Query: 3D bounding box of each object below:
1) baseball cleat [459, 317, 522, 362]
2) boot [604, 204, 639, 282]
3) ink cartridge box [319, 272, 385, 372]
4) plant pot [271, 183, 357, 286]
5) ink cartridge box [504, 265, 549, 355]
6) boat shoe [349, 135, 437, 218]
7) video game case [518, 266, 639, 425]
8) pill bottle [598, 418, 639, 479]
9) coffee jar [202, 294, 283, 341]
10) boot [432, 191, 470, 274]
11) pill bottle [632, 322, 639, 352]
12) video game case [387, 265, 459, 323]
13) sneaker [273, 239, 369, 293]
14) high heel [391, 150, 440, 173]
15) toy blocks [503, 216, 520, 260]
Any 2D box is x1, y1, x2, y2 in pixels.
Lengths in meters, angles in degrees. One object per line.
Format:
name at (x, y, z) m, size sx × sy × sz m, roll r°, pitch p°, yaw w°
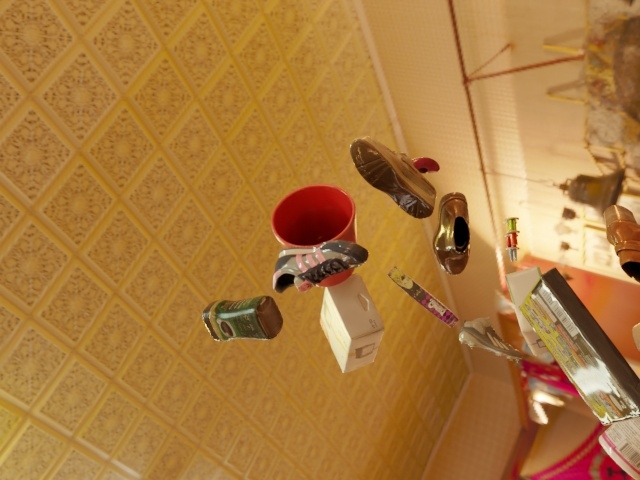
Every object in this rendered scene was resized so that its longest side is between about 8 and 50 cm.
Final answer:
baseball cleat at (0.536, 0.300, 2.140) m, size 0.072 × 0.205 × 0.110 m, roll 131°, pitch 157°, yaw -80°
boot at (0.889, 0.032, 1.838) m, size 0.109 × 0.283 × 0.220 m, roll -52°, pitch 19°, yaw 39°
ink cartridge box at (0.102, 0.286, 2.359) m, size 0.131 × 0.226 × 0.306 m, roll -19°, pitch -28°, yaw -13°
plant pot at (0.000, 0.000, 2.189) m, size 0.275 × 0.274 × 0.243 m, roll -53°, pitch -34°, yaw -30°
ink cartridge box at (0.535, 0.178, 1.719) m, size 0.212 × 0.093 × 0.155 m, roll 49°, pitch -154°, yaw -57°
boat shoe at (0.202, -0.186, 1.874) m, size 0.302 × 0.109 × 0.098 m, roll 40°, pitch -128°, yaw -19°
video game case at (0.468, 0.198, 1.246) m, size 0.035 × 0.275 × 0.248 m, roll -31°, pitch -19°, yaw -4°
pill bottle at (0.918, 0.505, 1.886) m, size 0.283 × 0.160 × 0.160 m, roll -49°, pitch -29°, yaw 11°
coffee jar at (-0.181, 0.179, 1.580) m, size 0.079 × 0.184 × 0.096 m, roll -48°, pitch -58°, yaw -47°
boot at (0.390, 0.011, 2.017) m, size 0.115 × 0.112 × 0.305 m, roll -96°, pitch -3°, yaw -46°
pill bottle at (0.698, 0.128, 1.171) m, size 0.301 × 0.169 × 0.169 m, roll -41°, pitch -14°, yaw 33°
video game case at (0.297, 0.165, 1.981) m, size 0.042 × 0.210 × 0.232 m, roll -50°, pitch -18°, yaw 2°
sneaker at (-0.004, 0.085, 1.922) m, size 0.112 × 0.318 × 0.131 m, roll 40°, pitch -126°, yaw -34°
high heel at (0.303, -0.220, 2.283) m, size 0.244 × 0.082 × 0.117 m, roll 9°, pitch -106°, yaw -39°
toy blocks at (0.709, -0.003, 2.554) m, size 0.123 × 0.054 × 0.148 m, roll 44°, pitch -138°, yaw -76°
